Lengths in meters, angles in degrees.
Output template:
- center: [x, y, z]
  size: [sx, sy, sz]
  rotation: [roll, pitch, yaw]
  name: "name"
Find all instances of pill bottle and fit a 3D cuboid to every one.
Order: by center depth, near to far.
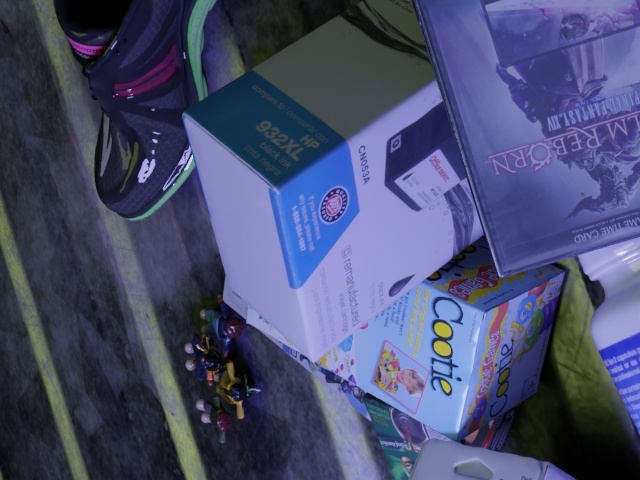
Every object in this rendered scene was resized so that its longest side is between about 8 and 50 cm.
- center: [0.308, 0.095, 0.910]
  size: [0.152, 0.152, 0.272]
  rotation: [-37, 73, 50]
  name: "pill bottle"

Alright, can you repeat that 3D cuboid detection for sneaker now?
- center: [-0.243, -0.244, 1.435]
  size: [0.185, 0.202, 0.482]
  rotation: [38, 129, 38]
  name: "sneaker"

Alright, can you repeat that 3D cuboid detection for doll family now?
- center: [-0.132, 0.169, 1.541]
  size: [0.111, 0.076, 0.193]
  rotation: [-177, 70, -71]
  name: "doll family"

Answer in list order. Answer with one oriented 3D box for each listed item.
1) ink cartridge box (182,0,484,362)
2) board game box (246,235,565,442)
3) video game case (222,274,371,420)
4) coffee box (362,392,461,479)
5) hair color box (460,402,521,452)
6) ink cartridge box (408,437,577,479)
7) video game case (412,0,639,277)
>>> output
- center: [0.059, -0.078, 0.989]
  size: [0.129, 0.307, 0.223]
  rotation: [39, 154, 35]
  name: "ink cartridge box"
- center: [0.077, 0.056, 1.147]
  size: [0.275, 0.142, 0.144]
  rotation: [27, 121, 34]
  name: "board game box"
- center: [0.000, 0.000, 1.355]
  size: [0.300, 0.036, 0.329]
  rotation: [35, 127, 39]
  name: "video game case"
- center: [0.117, 0.248, 1.241]
  size: [0.113, 0.040, 0.184]
  rotation: [10, 125, 58]
  name: "coffee box"
- center: [0.141, 0.159, 1.226]
  size: [0.141, 0.043, 0.072]
  rotation: [41, 131, 34]
  name: "hair color box"
- center: [0.196, 0.270, 1.057]
  size: [0.154, 0.212, 0.093]
  rotation: [-1, 58, 51]
  name: "ink cartridge box"
- center: [0.186, -0.130, 0.861]
  size: [0.026, 0.196, 0.274]
  rotation: [24, -131, -86]
  name: "video game case"
